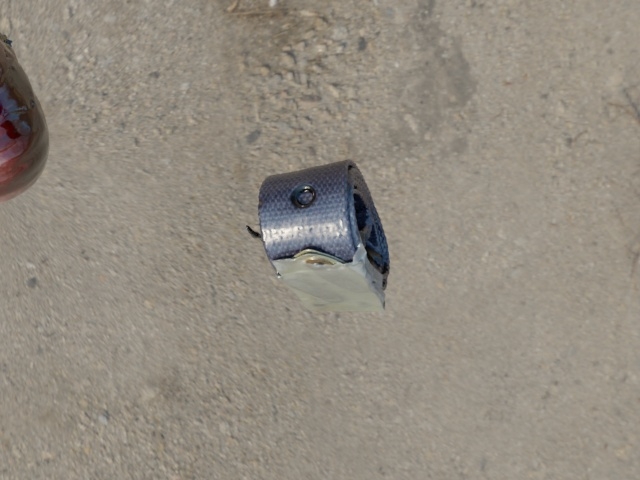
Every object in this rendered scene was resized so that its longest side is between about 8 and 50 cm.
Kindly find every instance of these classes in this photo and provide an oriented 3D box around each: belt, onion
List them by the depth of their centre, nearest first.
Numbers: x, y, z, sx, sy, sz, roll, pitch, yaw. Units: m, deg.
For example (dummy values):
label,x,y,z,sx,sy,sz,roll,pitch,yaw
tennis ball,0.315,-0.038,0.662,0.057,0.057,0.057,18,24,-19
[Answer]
label,x,y,z,sx,sy,sz,roll,pitch,yaw
belt,0.000,0.000,0.867,0.126,0.230,0.139,-7,69,12
onion,-0.516,-0.177,0.993,0.286,0.348,0.347,-33,108,-21
